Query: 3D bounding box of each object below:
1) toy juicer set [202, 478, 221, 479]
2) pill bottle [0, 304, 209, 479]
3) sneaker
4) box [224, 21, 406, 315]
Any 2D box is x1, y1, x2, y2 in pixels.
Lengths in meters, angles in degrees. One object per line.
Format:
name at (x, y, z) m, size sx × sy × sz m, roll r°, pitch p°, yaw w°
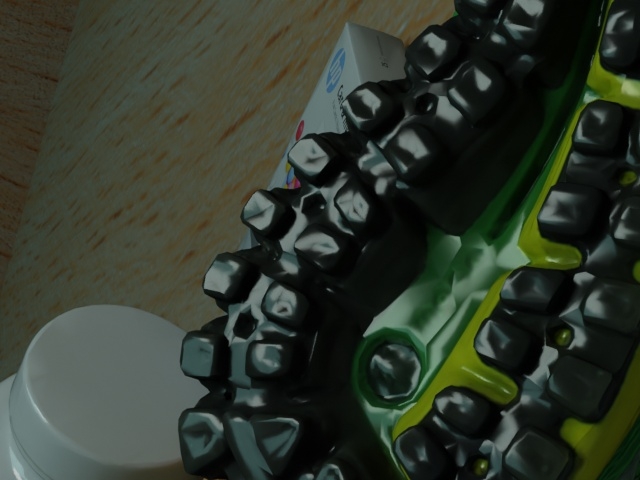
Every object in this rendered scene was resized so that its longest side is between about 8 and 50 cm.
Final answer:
toy juicer set at (-0.047, 0.204, 0.686) m, size 0.209 × 0.089 × 0.329 m, roll 145°, pitch 138°, yaw -63°
pill bottle at (-0.147, 0.167, 0.903) m, size 0.152 × 0.152 × 0.272 m, roll -91°, pitch 22°, yaw -46°
sneaker at (0.099, -0.054, 0.405) m, size 0.134 × 0.146 × 0.343 m, roll 36°, pitch 93°, yaw 33°
box at (0.000, 0.000, 0.822) m, size 0.145 × 0.038 × 0.186 m, roll -99°, pitch 32°, yaw -53°
